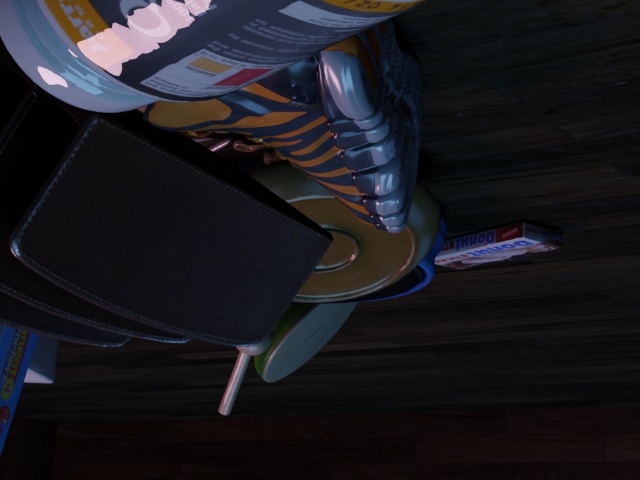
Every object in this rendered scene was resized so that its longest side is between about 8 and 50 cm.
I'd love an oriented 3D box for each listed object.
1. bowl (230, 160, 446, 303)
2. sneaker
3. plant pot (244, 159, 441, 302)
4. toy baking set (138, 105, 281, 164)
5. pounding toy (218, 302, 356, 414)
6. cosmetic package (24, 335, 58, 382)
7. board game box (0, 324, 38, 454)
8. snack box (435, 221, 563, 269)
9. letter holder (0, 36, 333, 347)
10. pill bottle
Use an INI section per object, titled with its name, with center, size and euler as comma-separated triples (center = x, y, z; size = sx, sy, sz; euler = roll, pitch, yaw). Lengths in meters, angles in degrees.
[bowl]
center = -0.055, 0.003, 1.515
size = 0.391, 0.077, 0.391
euler = 3, 167, 1
[sneaker]
center = -0.025, -0.104, 1.021
size = 0.180, 0.124, 0.321
euler = 3, 156, 15
[plant pot]
center = 0.000, 0.000, 1.311
size = 0.236, 0.032, 0.236
euler = -3, 147, -2
[toy baking set]
center = -0.041, -0.093, 1.209
size = 0.256, 0.030, 0.197
euler = 12, 164, -33
[pounding toy]
center = -0.063, 0.101, 1.826
size = 0.237, 0.110, 0.183
euler = -31, 157, -41
[cosmetic package]
center = -0.522, 0.129, 2.000
size = 0.224, 0.138, 0.224
euler = 2, 168, 4
[board game box]
center = -0.493, 0.139, 1.547
size = 0.302, 0.308, 0.086
euler = 13, 169, 16
[snack box]
center = 0.200, 0.007, 1.593
size = 0.064, 0.022, 0.178
euler = 14, 163, -33
[letter holder]
center = -0.173, 0.008, 1.087
size = 0.152, 0.214, 0.302
euler = 36, -175, 38
[pill bottle]
center = -0.049, -0.158, 0.666
size = 0.162, 0.162, 0.278
euler = 12, 163, -34
